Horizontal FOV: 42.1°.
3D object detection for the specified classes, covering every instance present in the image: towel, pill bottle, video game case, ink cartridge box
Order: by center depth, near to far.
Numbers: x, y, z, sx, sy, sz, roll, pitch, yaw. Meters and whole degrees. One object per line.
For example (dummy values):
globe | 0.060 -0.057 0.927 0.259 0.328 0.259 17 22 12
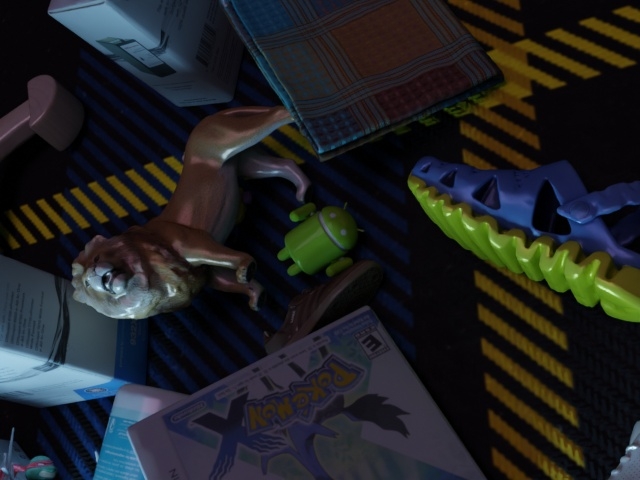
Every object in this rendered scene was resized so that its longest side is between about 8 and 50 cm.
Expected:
video game case | -0.015 0.257 0.924 0.329 0.036 0.300 -26 55 -12
pill bottle | -0.216 0.322 1.044 0.146 0.146 0.264 3 73 33
towel | 0.041 -0.286 1.137 0.271 0.040 0.370 -25 55 -6
ink cartridge box | -0.424 0.134 1.151 0.223 0.307 0.129 -13 65 27
ink cartridge box | -0.239 -0.361 1.248 0.121 0.289 0.211 1 71 32

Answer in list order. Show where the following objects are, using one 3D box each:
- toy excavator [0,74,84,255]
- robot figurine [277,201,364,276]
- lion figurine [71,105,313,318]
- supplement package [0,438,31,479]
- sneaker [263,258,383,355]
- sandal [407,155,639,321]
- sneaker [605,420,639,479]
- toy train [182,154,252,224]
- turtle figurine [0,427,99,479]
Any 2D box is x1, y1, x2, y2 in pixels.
toy excavator | -0.642 -0.062 1.450 0.433 0.222 0.445 -11 57 27
robot figurine | 0.000 0.000 1.088 0.115 0.067 0.101 -34 84 16
lion figurine | -0.157 -0.053 1.133 0.240 0.142 0.392 18 67 20
supplement package | -0.539 0.375 1.135 0.175 0.293 0.177 33 91 37
sneaker | -0.005 0.082 1.058 0.188 0.066 0.071 -47 53 7
sandal | 0.244 -0.030 0.923 0.317 0.126 0.138 26 83 29
sneaker | 0.313 0.235 0.794 0.232 0.090 0.115 -27 51 10
toy train | -0.167 -0.046 1.211 0.125 0.046 0.166 24 83 15
turtle figurine | -0.352 0.364 1.082 0.118 0.175 0.234 -32 61 45
